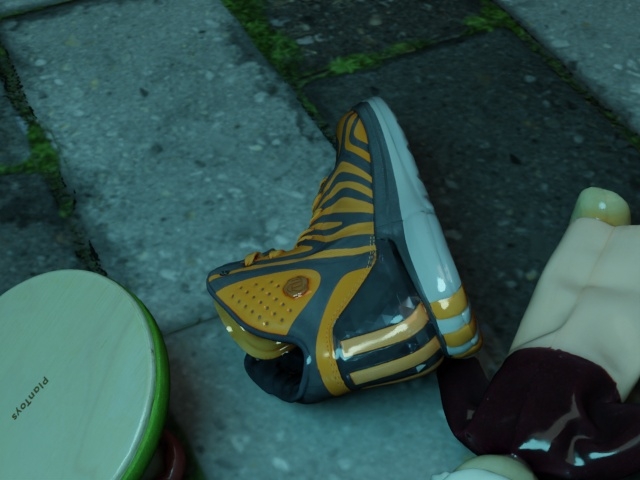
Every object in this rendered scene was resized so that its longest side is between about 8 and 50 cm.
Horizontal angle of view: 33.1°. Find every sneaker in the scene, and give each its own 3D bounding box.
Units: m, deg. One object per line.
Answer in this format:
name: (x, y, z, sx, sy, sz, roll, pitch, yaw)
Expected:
sneaker: (0.000, 0.000, 0.827, 0.180, 0.124, 0.321, -21, 29, 6)

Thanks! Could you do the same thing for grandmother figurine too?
grandmother figurine: (0.171, 0.102, 0.744, 0.208, 0.104, 0.342, 1, 41, 44)

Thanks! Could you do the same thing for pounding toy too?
pounding toy: (-0.180, 0.135, 0.732, 0.237, 0.110, 0.182, -28, 56, 15)
